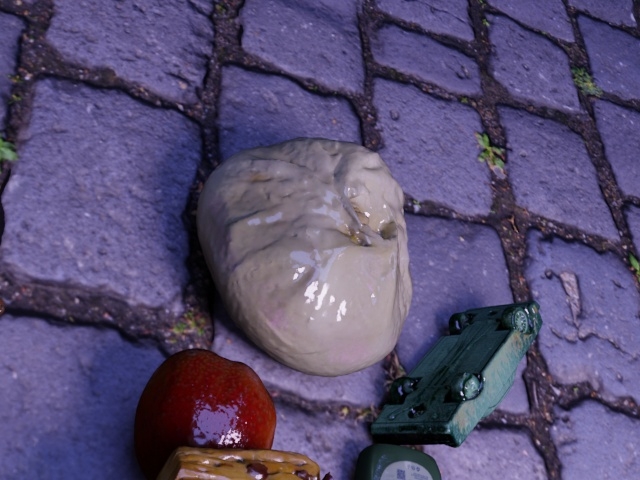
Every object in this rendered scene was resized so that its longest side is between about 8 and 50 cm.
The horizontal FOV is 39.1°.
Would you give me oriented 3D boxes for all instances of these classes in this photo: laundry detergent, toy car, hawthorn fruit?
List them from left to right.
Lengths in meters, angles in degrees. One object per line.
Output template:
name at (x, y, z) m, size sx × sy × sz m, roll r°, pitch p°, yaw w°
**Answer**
hawthorn fruit at (-0.138, 0.222, 1.024) m, size 0.169 × 0.169 × 0.188 m, roll 33°, pitch 50°, yaw -6°
laundry detergent at (0.108, 0.369, 1.134) m, size 0.137 × 0.063 × 0.211 m, roll 20°, pitch 48°, yaw -27°
toy car at (0.204, 0.193, 1.290) m, size 0.320 × 0.141 × 0.097 m, roll -39°, pitch 110°, yaw -45°

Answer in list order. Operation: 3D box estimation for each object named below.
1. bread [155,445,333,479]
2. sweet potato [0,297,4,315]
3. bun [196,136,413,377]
bread at (-0.107, 0.315, 0.930) m, size 0.210 × 0.235 × 0.099 m, roll 11°, pitch 22°, yaw -31°
sweet potato at (-0.459, 0.030, 1.046) m, size 0.214 × 0.050 × 0.050 m, roll 35°, pitch 45°, yaw 0°
bun at (0.000, 0.000, 1.245) m, size 0.360 × 0.213 × 0.361 m, roll 19°, pitch 49°, yaw -23°
